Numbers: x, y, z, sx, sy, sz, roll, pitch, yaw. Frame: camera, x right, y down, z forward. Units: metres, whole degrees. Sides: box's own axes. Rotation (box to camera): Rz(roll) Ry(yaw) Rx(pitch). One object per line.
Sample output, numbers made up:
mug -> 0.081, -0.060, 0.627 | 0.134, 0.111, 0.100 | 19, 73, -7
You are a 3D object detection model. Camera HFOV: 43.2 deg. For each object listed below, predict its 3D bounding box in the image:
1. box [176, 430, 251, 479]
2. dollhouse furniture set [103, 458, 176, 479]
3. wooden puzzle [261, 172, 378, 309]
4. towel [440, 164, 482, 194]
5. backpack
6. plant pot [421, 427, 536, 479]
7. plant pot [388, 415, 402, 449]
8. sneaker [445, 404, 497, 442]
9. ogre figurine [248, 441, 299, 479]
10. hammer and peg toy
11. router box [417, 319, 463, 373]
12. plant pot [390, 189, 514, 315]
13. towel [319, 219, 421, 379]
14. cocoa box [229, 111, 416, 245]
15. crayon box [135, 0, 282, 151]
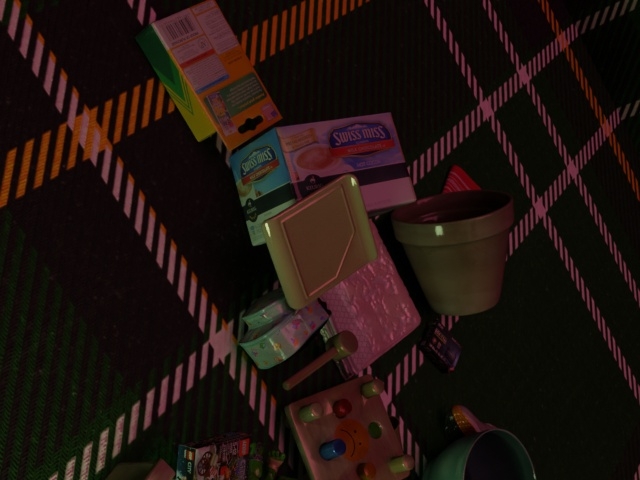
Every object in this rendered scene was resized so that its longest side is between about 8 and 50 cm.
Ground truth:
box -> -0.201, 0.482, 1.495 | 0.159, 0.044, 0.233 | 3, 91, -56
dollhouse furniture set -> -0.288, 0.527, 1.495 | 0.242, 0.161, 0.212 | 51, 50, -18
wooden puzzle -> 0.000, 0.000, 1.711 | 0.238, 0.044, 0.221 | -30, 119, -24
towel -> 0.422, -0.071, 2.404 | 0.199, 0.031, 0.275 | 40, 54, -25
backpack -> -0.089, 0.187, 1.774 | 0.144, 0.166, 0.188 | 51, 46, -16
plant pot -> 0.381, 0.628, 2.038 | 0.293, 0.196, 0.293 | 13, 69, -38
plant pot -> 0.166, 0.486, 1.978 | 0.083, 0.083, 0.079 | -36, 114, -42
sneaker -> 0.425, 0.526, 2.191 | 0.262, 0.099, 0.121 | 57, 40, -23
ogre figurine -> -0.097, 0.534, 1.716 | 0.118, 0.097, 0.197 | -66, 143, -51
hammer and peg toy -> 0.038, 0.406, 1.831 | 0.266, 0.127, 0.361 | -14, 76, -38
router box -> 0.327, 0.290, 2.202 | 0.122, 0.038, 0.092 | 46, 51, -21
plant pot -> 0.370, 0.038, 2.164 | 0.323, 0.323, 0.280 | -27, 111, -43
towel -> 0.097, 0.134, 2.036 | 0.317, 0.053, 0.332 | -33, 101, -43
cocoa box -> 0.005, -0.147, 1.894 | 0.347, 0.231, 0.228 | -13, 86, -36
crayon box -> -0.251, -0.371, 1.858 | 0.203, 0.083, 0.323 | -40, 103, -41
